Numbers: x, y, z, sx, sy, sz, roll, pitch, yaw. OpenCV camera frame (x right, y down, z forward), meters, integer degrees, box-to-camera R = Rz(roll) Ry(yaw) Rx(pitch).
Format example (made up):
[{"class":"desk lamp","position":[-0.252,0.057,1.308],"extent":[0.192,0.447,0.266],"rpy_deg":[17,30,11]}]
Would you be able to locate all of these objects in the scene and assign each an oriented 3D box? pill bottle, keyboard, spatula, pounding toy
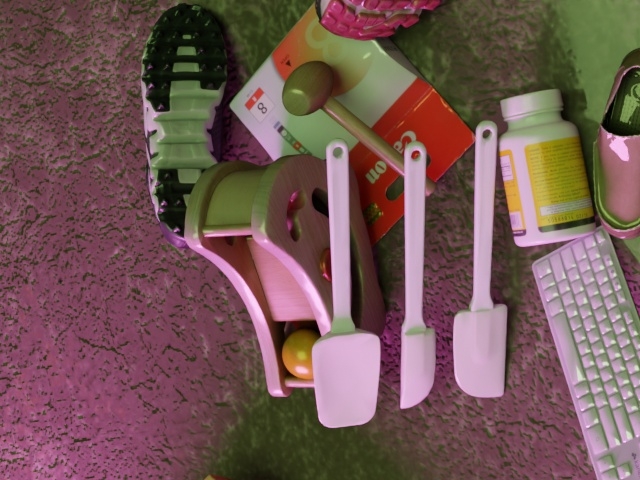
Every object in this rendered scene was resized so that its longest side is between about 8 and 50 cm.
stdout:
[{"class":"pill bottle","position":[0.174,-0.057,0.942],"extent":[0.065,0.065,0.116],"rpy_deg":[-9,92,29]},{"class":"keyboard","position":[0.222,0.111,0.905],"extent":[0.072,0.014,0.256],"rpy_deg":[-28,56,26]},{"class":"spatula","position":[0.072,0.029,0.950],"extent":[0.168,0.019,0.242],"rpy_deg":[-6,111,-11]},{"class":"pounding toy","position":[0.000,0.000,0.970],"extent":[0.155,0.154,0.269],"rpy_deg":[-3,110,30]}]

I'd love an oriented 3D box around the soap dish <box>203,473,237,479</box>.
[{"class":"soap dish","position":[-0.037,0.379,1.085],"extent":[0.291,0.118,0.229],"rpy_deg":[38,113,20]}]

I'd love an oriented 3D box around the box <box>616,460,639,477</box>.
[{"class":"box","position":[0.330,0.213,0.884],"extent":[0.147,0.077,0.180],"rpy_deg":[-32,81,28]}]

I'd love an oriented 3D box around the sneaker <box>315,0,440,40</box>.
[{"class":"sneaker","position":[0.072,-0.301,0.948],"extent":[0.112,0.121,0.299],"rpy_deg":[35,106,39]}]

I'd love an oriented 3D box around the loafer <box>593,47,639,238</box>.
[{"class":"loafer","position":[0.233,-0.073,0.916],"extent":[0.056,0.050,0.148],"rpy_deg":[7,100,28]}]

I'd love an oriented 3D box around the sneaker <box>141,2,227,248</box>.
[{"class":"sneaker","position":[-0.127,-0.097,1.092],"extent":[0.106,0.078,0.234],"rpy_deg":[127,141,-68]}]

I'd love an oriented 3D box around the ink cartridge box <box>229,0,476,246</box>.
[{"class":"ink cartridge box","position":[0.023,-0.103,1.033],"extent":[0.145,0.045,0.179],"rpy_deg":[-47,72,26]}]
